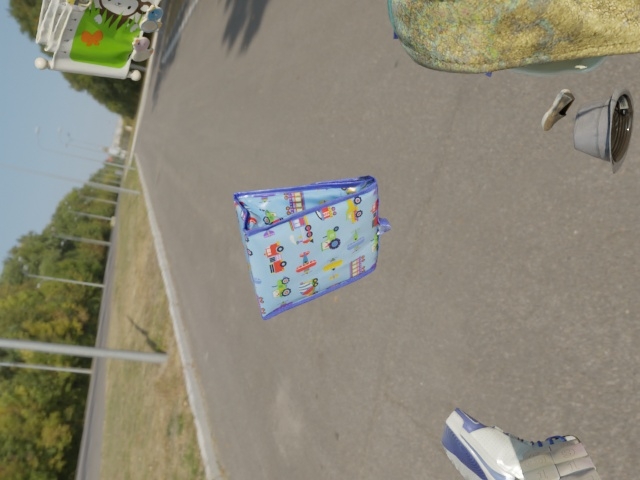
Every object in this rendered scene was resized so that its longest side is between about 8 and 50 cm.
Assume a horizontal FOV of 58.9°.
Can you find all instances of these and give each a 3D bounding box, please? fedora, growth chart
[{"bbox_3d":[0.824,-0.328,1.667,0.124,0.244,0.275,8,46,40],"label":"fedora"},{"bbox_3d":[-0.278,-0.301,0.730,0.021,0.171,0.237,59,139,22],"label":"growth chart"}]

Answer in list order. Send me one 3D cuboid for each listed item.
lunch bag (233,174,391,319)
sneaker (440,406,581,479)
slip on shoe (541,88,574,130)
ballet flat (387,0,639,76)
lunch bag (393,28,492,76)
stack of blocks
[{"bbox_3d":[0.000,0.000,1.106,0.138,0.293,0.221,-115,15,-50],"label":"lunch bag"},{"bbox_3d":[0.403,0.435,1.113,0.315,0.182,0.128,39,149,28],"label":"sneaker"},{"bbox_3d":[0.664,-0.356,1.584,0.041,0.051,0.135,55,146,31],"label":"slip on shoe"},{"bbox_3d":[0.212,-0.152,0.350,0.123,0.348,0.123,180,90,-89],"label":"ballet flat"},{"bbox_3d":[0.358,-0.648,1.463,0.239,0.327,0.385,-59,-16,-13],"label":"lunch bag"},{"bbox_3d":[0.328,0.357,0.723,0.171,0.087,0.297,69,-165,4],"label":"stack of blocks"}]
